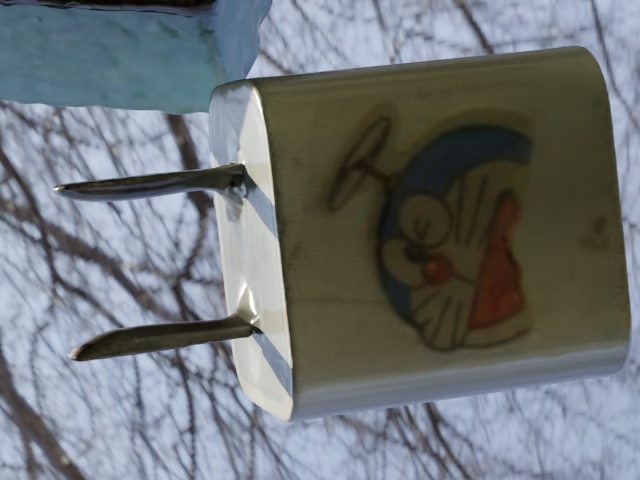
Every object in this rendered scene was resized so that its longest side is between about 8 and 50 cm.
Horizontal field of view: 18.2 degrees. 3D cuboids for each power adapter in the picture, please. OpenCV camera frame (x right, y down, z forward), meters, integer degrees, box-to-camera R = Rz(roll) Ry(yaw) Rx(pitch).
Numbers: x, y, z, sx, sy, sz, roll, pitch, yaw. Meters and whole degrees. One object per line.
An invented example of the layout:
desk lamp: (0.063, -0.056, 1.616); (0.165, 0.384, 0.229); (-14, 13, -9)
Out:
power adapter: (0.000, 0.000, 0.765); (0.205, 0.125, 0.130); (-8, -85, -13)

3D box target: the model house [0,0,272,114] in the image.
model house: (-0.154, -0.217, 0.869); (0.280, 0.249, 0.230); (4, -124, 13)
